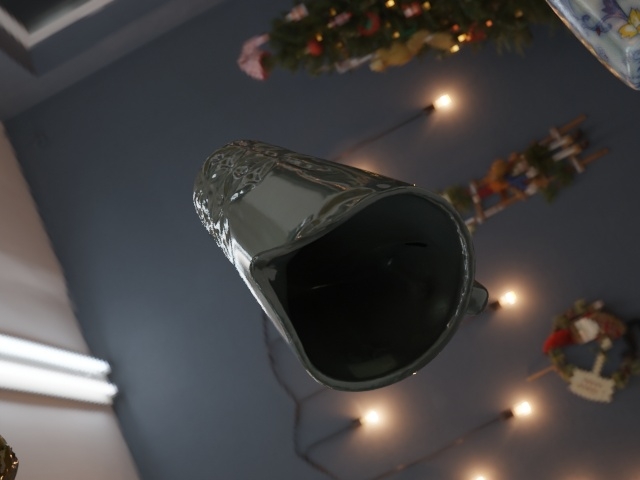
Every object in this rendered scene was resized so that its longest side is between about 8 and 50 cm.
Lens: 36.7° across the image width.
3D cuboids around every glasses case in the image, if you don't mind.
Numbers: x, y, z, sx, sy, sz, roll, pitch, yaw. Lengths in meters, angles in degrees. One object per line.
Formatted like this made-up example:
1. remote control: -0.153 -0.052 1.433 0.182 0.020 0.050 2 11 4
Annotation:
1. glasses case: 0.165 -0.212 0.671 0.087 0.065 0.248 18 -140 -62

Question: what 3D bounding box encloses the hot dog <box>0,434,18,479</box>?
1. hot dog: -0.180 0.124 0.312 0.068 0.083 0.289 44 -171 -2

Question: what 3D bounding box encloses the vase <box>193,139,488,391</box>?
1. vase: 0.000 0.000 0.797 0.251 0.156 0.301 14 -169 -31
